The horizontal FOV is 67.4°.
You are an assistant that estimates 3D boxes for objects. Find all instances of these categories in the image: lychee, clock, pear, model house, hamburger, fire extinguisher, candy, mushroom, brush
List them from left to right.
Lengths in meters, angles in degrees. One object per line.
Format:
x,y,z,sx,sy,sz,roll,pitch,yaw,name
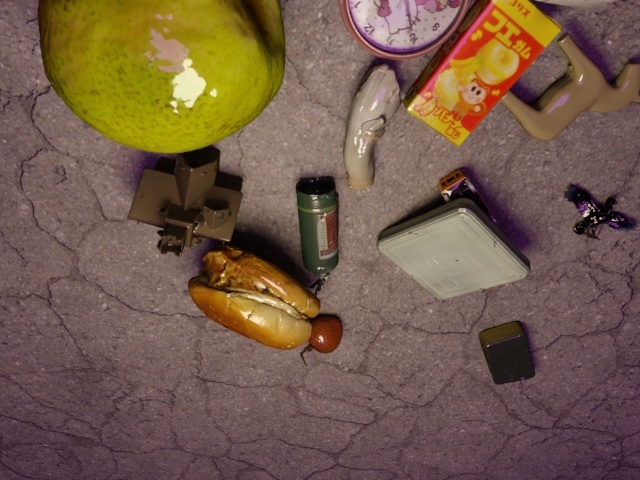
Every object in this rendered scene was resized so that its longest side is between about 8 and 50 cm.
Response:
-0.255,-0.319,0.769,0.392,0.391,0.390,0,123,0,pear
-0.276,-0.072,0.994,0.212,0.243,0.204,13,122,-9,model house
-0.152,0.143,1.125,0.290,0.170,0.314,19,164,33,hamburger
-0.003,0.258,1.289,0.140,0.114,0.101,-16,88,-18,lychee
0.000,0.000,1.136,0.093,0.118,0.294,18,129,30,fire extinguisher
0.098,-0.227,0.994,0.099,0.096,0.277,37,130,30,mushroom
0.154,-0.451,0.865,0.245,0.056,0.244,-1,125,-2,clock
0.298,-0.335,0.923,0.146,0.088,0.276,28,119,-16,candy
0.535,0.328,1.373,0.123,0.059,0.197,-19,121,13,brush

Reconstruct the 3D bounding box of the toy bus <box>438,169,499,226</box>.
0.337,-0.080,1.097,0.070,0.074,0.162,-34,117,17,toy bus

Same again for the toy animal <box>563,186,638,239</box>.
0.652,-0.056,1.134,0.220,0.062,0.107,23,102,-14,toy animal

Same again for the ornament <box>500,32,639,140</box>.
0.512,-0.299,0.964,0.245,0.061,0.230,33,114,-25,ornament

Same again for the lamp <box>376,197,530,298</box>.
0.308,0.033,1.129,0.267,0.047,0.269,38,141,-24,lamp

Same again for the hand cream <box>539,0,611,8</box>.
0.440,-0.434,0.842,0.195,0.067,0.042,-3,94,-23,hand cream
